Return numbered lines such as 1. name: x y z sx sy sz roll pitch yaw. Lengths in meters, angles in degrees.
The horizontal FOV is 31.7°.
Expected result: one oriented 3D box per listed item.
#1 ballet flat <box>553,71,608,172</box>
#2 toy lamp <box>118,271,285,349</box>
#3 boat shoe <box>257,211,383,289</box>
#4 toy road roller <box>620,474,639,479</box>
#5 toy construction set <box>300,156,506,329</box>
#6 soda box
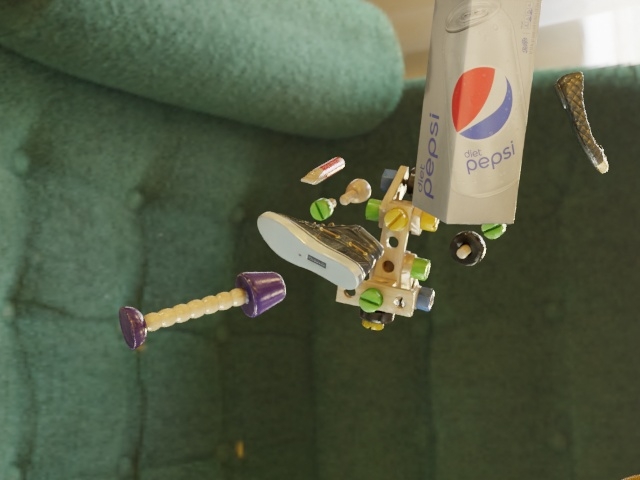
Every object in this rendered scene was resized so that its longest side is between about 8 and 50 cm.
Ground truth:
1. ballet flat: 0.424 -0.185 1.792 0.057 0.049 0.173 -93 157 -73
2. toy lamp: -0.187 0.109 1.836 0.275 0.080 0.080 -15 98 -24
3. boat shoe: 0.000 0.000 1.651 0.083 0.183 0.065 -45 159 -39
4. toy road roller: 0.329 0.363 1.259 0.202 0.329 0.240 18 87 -41
5. toy construction set: 0.088 -0.003 1.813 0.309 0.257 0.237 38 27 10
6. soda box: 0.178 -0.166 1.291 0.091 0.098 0.286 0 105 -21
